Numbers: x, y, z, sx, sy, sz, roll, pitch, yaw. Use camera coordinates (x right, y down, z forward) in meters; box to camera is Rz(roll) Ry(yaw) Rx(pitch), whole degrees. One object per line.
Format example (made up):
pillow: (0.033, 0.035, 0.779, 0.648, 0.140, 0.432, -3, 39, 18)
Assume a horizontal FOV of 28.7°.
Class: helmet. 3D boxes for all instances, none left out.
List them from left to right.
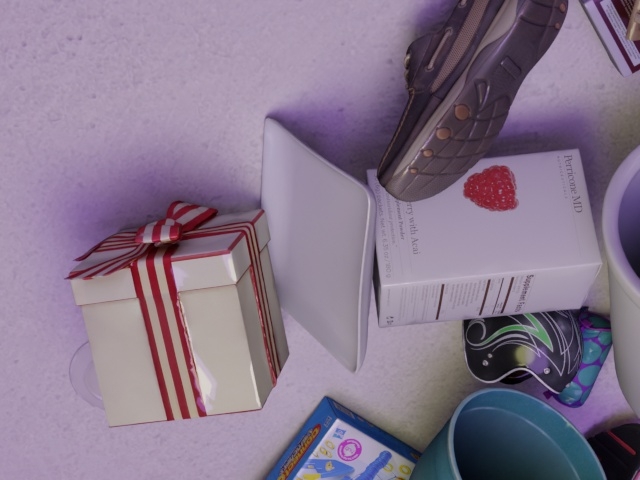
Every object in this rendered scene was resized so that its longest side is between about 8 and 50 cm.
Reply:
helmet: (0.303, 0.146, 1.839, 0.161, 0.169, 0.169, -12, 119, 24)

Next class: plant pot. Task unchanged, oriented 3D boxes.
plant pot: (0.235, 0.394, 1.820, 0.271, 0.272, 0.255, 25, 133, -15)

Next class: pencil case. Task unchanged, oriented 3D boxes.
pencil case: (0.401, 0.183, 1.924, 0.070, 0.064, 0.152, 4, 118, -24)

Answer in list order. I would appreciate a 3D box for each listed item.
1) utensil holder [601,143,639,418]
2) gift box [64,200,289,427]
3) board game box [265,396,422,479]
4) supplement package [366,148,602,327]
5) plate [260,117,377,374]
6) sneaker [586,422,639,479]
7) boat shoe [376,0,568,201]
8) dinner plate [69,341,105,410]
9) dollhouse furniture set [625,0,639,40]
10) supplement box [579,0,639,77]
utensil holder: (0.541, 0.076, 1.663, 0.327, 0.328, 0.385, -14, 145, 4)
gift box: (-0.205, 0.092, 1.704, 0.276, 0.255, 0.258, -8, 103, 6)
board game box: (0.050, 0.454, 1.995, 0.308, 0.086, 0.302, 32, 98, -19)
supplement package: (0.215, -0.001, 1.718, 0.292, 0.178, 0.175, -6, 157, -1)
plate: (0.000, 0.000, 1.709, 0.045, 0.277, 0.278, -13, 122, -27)
sneaker: (0.474, 0.423, 2.046, 0.136, 0.116, 0.314, 5, 121, -35)
boat shoe: (0.181, -0.212, 1.640, 0.355, 0.130, 0.132, -54, 143, -2)
dinner plate: (-0.316, 0.209, 1.921, 0.141, 0.017, 0.141, -2, 119, -3)
dollhouse furniture set: (0.544, -0.290, 1.528, 0.242, 0.212, 0.161, -11, 127, -30)
supplement box: (0.471, -0.337, 1.651, 0.239, 0.073, 0.130, -30, 117, 12)
